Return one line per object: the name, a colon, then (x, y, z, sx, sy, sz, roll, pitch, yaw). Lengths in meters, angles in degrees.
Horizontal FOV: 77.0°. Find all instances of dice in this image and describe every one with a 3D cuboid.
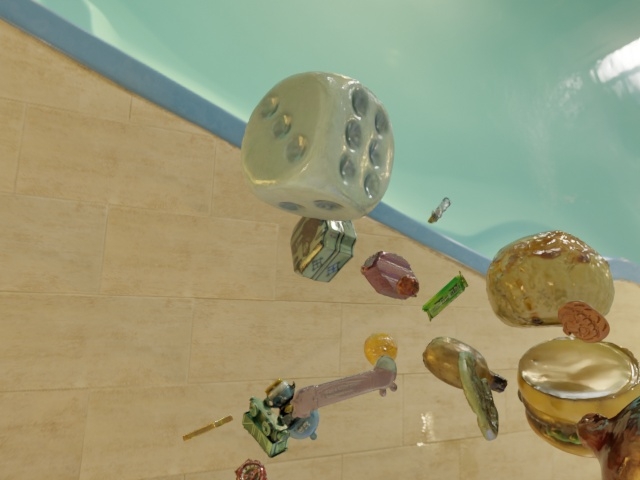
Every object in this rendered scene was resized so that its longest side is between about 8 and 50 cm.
dice: (-0.002, -0.202, 0.933, 0.265, 0.263, 0.267, 24, 75, -48)

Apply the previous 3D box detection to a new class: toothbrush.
toothbrush: (0.430, -0.117, 1.423, 0.035, 0.042, 0.413, 41, 27, 10)

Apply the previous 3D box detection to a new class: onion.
onion: (0.723, 0.449, 0.783, 0.354, 0.354, 0.353, 3, 82, -23)

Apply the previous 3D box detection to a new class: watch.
watch: (-0.224, 0.874, 1.411, 0.102, 0.268, 0.165, -32, 53, -32)

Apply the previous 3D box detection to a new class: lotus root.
lotus root: (0.545, 0.480, 1.526, 0.310, 0.182, 0.182, 24, 68, 27)

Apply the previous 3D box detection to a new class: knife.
knife: (0.086, 0.479, 1.317, 0.399, 0.038, 0.132, -7, 81, -26)

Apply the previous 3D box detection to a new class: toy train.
toy train: (-0.238, 0.793, 1.739, 0.115, 0.269, 0.154, -1, 109, -44)

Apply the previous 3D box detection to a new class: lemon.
lemon: (0.249, 0.449, 1.668, 0.142, 0.187, 0.142, -1, 84, 9)

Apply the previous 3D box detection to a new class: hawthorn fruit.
hawthorn fruit: (0.330, 0.173, 1.535, 0.093, 0.093, 0.093, 3, 82, -23)

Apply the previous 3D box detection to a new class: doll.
doll: (-0.121, 0.776, 1.832, 0.177, 0.141, 0.314, -41, 84, -5)

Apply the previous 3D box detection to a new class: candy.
candy: (0.406, 0.184, 1.310, 0.178, 0.032, 0.102, -43, 140, -1)

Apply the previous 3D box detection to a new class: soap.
soap: (0.311, 0.154, 1.828, 0.289, 0.112, 0.182, 21, 55, -36)

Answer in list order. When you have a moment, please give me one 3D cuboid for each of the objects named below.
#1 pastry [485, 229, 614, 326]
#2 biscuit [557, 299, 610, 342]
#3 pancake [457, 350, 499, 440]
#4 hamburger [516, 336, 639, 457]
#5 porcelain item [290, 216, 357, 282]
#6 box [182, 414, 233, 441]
pastry: (0.749, 0.131, 1.344, 0.389, 0.388, 0.312, 10, 69, -22)
biscuit: (0.501, 0.159, 0.775, 0.091, 0.078, 0.015, 43, 39, 14)
pancake: (0.464, 0.448, 1.169, 0.253, 0.037, 0.253, 45, 32, -38)
hamburger: (0.881, 0.544, 1.380, 0.396, 0.396, 0.277, -24, 104, -24)
porcelain item: (0.000, 0.000, 1.619, 0.157, 0.281, 0.285, 17, 41, -28)
box: (-0.373, 0.622, 1.334, 0.089, 0.156, 0.022, 14, 48, -60)
